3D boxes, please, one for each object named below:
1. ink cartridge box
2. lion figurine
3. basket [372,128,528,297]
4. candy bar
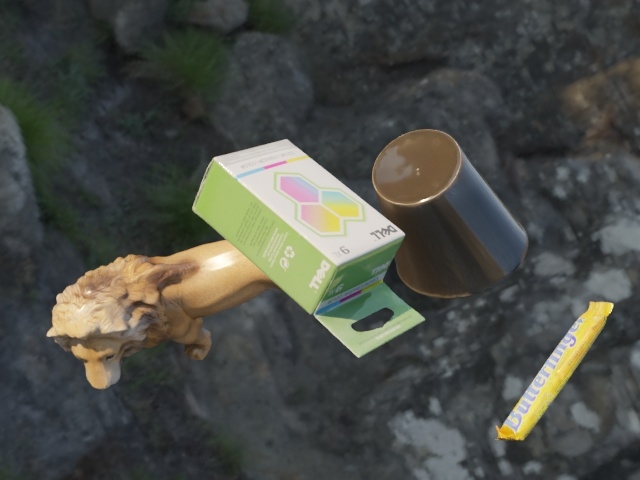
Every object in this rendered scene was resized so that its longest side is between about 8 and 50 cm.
[{"bbox_3d":[0.000,0.000,0.977,0.209,0.062,0.109,41,34,21],"label":"ink cartridge box"},{"bbox_3d":[-0.111,0.048,1.294,0.142,0.392,0.240,65,2,20],"label":"lion figurine"},{"bbox_3d":[0.169,-0.040,1.574,0.227,0.204,0.154,54,32,-49],"label":"basket"},{"bbox_3d":[0.211,0.119,0.994,0.018,0.040,0.161,43,75,-13],"label":"candy bar"}]
